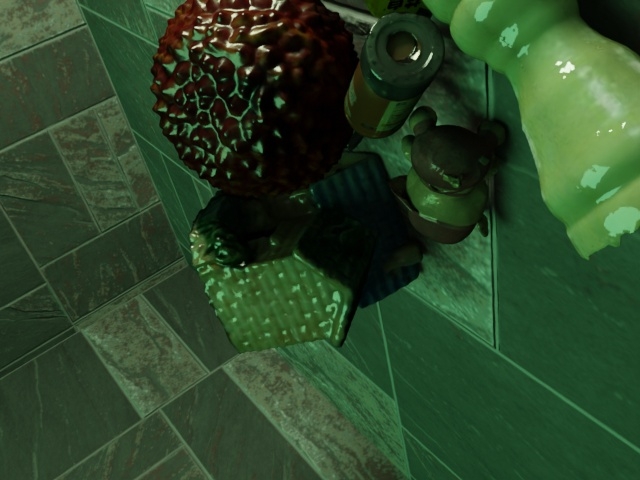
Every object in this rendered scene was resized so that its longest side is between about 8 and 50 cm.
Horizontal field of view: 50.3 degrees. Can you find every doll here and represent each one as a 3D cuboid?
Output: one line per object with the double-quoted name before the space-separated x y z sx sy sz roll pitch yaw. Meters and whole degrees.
"doll" 0.222 -0.109 1.216 0.196 0.152 0.256 44 155 30

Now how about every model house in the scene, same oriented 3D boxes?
"model house" 0.000 0.000 1.537 0.399 0.445 0.395 -8 113 24

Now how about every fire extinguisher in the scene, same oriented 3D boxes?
"fire extinguisher" 0.127 -0.261 1.113 0.113 0.200 0.376 51 172 2

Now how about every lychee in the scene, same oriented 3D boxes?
"lychee" -0.127 -0.285 1.354 0.425 0.424 0.500 53 156 10

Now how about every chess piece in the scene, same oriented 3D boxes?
"chess piece" 0.297 -0.218 0.852 0.442 0.234 0.234 58 159 10

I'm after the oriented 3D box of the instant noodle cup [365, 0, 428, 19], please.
"instant noodle cup" 0.105 -0.441 1.008 0.144 0.182 0.182 56 160 31
